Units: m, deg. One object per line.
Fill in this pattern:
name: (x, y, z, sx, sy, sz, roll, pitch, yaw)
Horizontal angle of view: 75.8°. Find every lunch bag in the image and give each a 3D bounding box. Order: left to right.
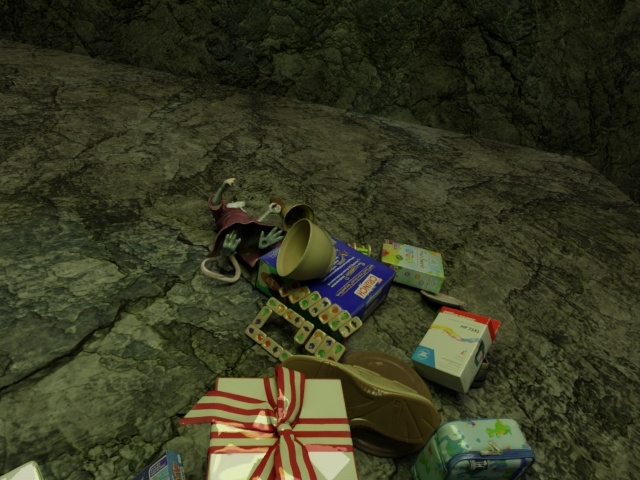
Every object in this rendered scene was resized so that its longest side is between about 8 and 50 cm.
lunch bag: (0.281, 0.422, 0.768, 0.176, 0.218, 0.090, 5, 36, -13)

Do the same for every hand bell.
hand bell: (-0.133, -0.117, 1.529, 0.126, 0.126, 0.242, -9, 29, -29)

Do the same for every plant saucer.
plant saucer: (0.141, 0.364, 0.966, 0.278, 0.041, 0.277, 9, 34, -7)

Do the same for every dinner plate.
dinner plate: (0.382, 0.184, 1.281, 0.141, 0.017, 0.141, 13, 6, -1)

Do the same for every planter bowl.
planter bowl: (-0.028, 0.038, 1.083, 0.109, 0.162, 0.162, 26, 28, -25)

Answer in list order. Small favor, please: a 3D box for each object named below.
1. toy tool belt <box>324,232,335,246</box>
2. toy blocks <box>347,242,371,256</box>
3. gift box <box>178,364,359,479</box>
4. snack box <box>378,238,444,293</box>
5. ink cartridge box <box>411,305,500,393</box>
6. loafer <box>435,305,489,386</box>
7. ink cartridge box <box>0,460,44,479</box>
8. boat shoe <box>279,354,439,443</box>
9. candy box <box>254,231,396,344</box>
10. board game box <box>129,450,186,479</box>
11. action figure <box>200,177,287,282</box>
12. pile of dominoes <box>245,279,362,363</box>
toy tool belt: (0.000, 0.000, 1.217, 0.051, 0.052, 0.083, -11, 37, -46)
toy blocks: (0.080, 0.033, 1.365, 0.148, 0.054, 0.123, 7, -4, -9)
gift box: (-0.091, 0.383, 0.672, 0.277, 0.258, 0.255, 3, 35, -16)
snack box: (0.301, 0.081, 1.380, 0.207, 0.070, 0.174, 16, 28, 3)
ink cartridge box: (0.350, 0.256, 1.050, 0.134, 0.078, 0.231, 9, 47, 44)
loafer: (0.399, 0.271, 1.141, 0.096, 0.084, 0.267, 5, 35, -11)
ink cartridge box: (-0.484, 0.488, 0.518, 0.296, 0.066, 0.261, -20, 57, -41)
boat shoe: (0.074, 0.331, 0.876, 0.341, 0.121, 0.110, 20, -2, 5)
candy box: (0.017, 0.116, 1.208, 0.317, 0.122, 0.268, 29, 37, 25)
board game box: (-0.282, 0.438, 0.614, 0.201, 0.035, 0.136, -39, 46, 5)
action figure: (-0.261, -0.034, 1.335, 0.248, 0.275, 0.370, 28, 4, -33)
pile of dominoes: (-0.046, 0.215, 1.019, 0.251, 0.040, 0.196, 30, 77, 23)
